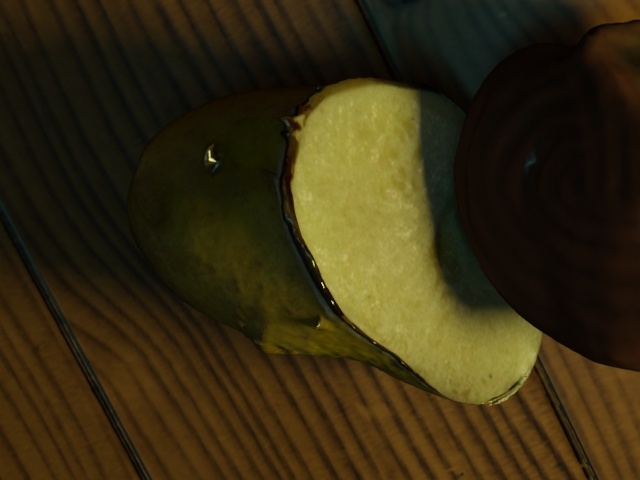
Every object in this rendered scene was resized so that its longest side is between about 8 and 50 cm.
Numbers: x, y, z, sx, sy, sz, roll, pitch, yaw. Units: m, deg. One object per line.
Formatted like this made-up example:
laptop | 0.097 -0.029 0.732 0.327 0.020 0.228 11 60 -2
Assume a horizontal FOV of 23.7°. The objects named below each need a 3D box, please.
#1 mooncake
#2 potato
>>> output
mooncake | 0.286 -0.042 1.388 0.334 0.174 0.326 -27 73 43
potato | 0.000 0.000 1.544 0.296 0.290 0.397 -10 147 45
